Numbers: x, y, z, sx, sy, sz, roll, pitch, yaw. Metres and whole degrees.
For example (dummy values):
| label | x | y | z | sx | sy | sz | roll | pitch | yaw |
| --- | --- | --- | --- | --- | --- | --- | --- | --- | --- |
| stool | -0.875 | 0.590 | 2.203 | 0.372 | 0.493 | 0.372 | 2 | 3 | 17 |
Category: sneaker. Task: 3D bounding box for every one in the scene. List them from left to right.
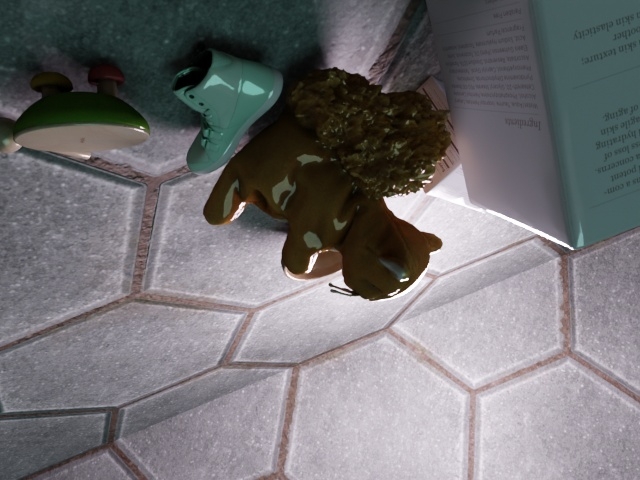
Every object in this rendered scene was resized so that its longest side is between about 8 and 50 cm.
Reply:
| label | x | y | z | sx | sy | sz | roll | pitch | yaw |
| --- | --- | --- | --- | --- | --- | --- | --- | --- | --- |
| sneaker | -0.194 | -0.213 | 0.919 | 0.151 | 0.094 | 0.256 | 13 | 139 | -39 |

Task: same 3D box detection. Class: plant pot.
| label | x | y | z | sx | sy | sz | roll | pitch | yaw |
| --- | --- | --- | --- | --- | --- | --- | --- | --- | --- |
| plant pot | 0.000 | 0.000 | 1.438 | 0.237 | 0.110 | 0.237 | -19 | 152 | -10 |

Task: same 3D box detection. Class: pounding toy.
| label | x | y | z | sx | sy | sz | roll | pitch | yaw |
| --- | --- | --- | --- | --- | --- | --- | --- | --- | --- |
| pounding toy | -0.367 | -0.196 | 0.824 | 0.237 | 0.110 | 0.183 | -6 | 180 | 37 |

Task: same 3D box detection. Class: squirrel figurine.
| label | x | y | z | sx | sy | sz | roll | pitch | yaw |
| --- | --- | --- | --- | --- | --- | --- | --- | --- | --- |
| squirrel figurine | 0.062 | -0.088 | 0.998 | 0.281 | 0.370 | 0.397 | -19 | 147 | -57 |

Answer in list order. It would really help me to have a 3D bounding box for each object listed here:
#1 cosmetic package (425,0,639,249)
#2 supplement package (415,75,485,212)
| label | x | y | z | sx | sy | sz | roll | pitch | yaw |
| --- | --- | --- | --- | --- | --- | --- | --- | --- | --- |
| cosmetic package | 0.404 | -0.252 | 0.856 | 0.329 | 0.327 | 0.393 | -19 | 109 | -7 |
| supplement package | 0.298 | -0.197 | 1.202 | 0.262 | 0.204 | 0.145 | 10 | 137 | -48 |
